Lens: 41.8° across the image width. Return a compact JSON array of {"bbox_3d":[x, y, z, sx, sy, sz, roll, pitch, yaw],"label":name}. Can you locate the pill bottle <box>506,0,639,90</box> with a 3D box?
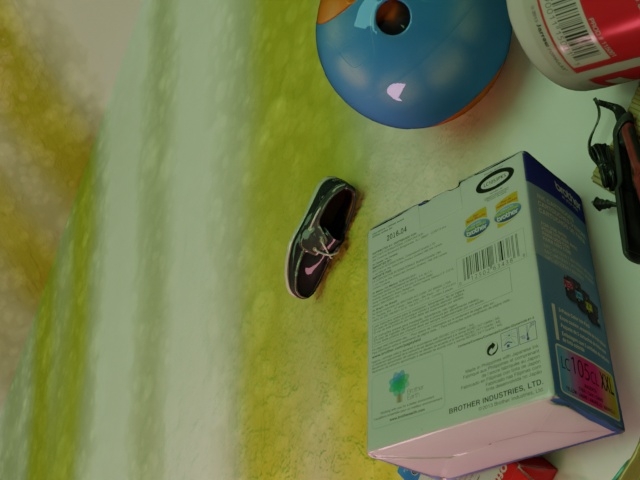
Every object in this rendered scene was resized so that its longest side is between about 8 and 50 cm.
[{"bbox_3d":[0.418,-0.307,0.882,0.408,0.229,0.229,-6,74,54],"label":"pill bottle"}]

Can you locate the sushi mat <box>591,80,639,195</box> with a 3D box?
[{"bbox_3d":[0.446,-0.071,0.946,0.316,0.019,0.151,48,119,51],"label":"sushi mat"}]

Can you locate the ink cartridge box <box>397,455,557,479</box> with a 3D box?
[{"bbox_3d":[0.213,0.315,1.096,0.231,0.078,0.134,38,109,54],"label":"ink cartridge box"}]

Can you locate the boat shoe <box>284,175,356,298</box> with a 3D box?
[{"bbox_3d":[0.000,0.000,1.510,0.079,0.084,0.233,30,100,55],"label":"boat shoe"}]

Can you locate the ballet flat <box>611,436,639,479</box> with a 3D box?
[{"bbox_3d":[0.368,0.243,0.905,0.073,0.080,0.232,34,109,39],"label":"ballet flat"}]

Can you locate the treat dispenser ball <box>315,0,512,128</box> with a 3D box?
[{"bbox_3d":[0.136,-0.309,1.237,0.288,0.288,0.288,-24,60,50],"label":"treat dispenser ball"}]

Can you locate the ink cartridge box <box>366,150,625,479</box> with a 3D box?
[{"bbox_3d":[0.202,0.072,1.069,0.270,0.151,0.395,-28,47,37],"label":"ink cartridge box"}]

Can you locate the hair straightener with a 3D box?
[{"bbox_3d":[0.356,-0.074,1.020,0.089,0.047,0.230,-38,50,45],"label":"hair straightener"}]
